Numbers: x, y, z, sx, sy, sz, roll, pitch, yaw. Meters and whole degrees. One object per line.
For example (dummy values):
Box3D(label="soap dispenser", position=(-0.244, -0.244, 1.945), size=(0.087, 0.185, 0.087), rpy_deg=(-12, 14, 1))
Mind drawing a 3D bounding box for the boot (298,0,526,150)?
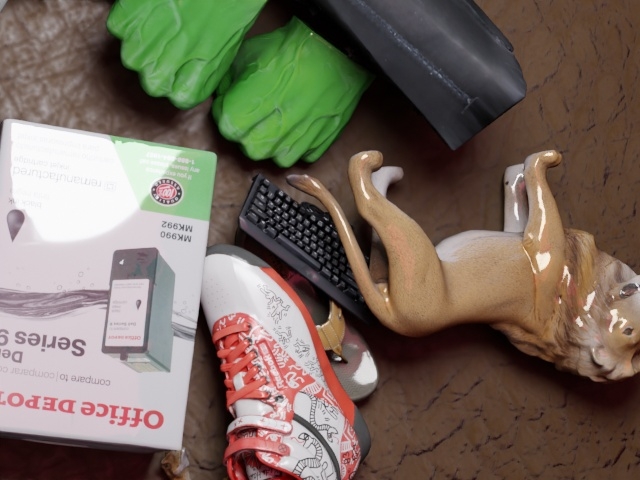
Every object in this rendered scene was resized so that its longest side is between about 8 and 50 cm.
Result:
Box3D(label="boot", position=(0.020, -0.331, 1.749), size=(0.445, 0.146, 0.367), rpy_deg=(39, 32, -19))

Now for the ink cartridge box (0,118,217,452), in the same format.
Box3D(label="ink cartridge box", position=(-0.224, 0.049, 1.675), size=(0.211, 0.121, 0.289), rpy_deg=(8, 82, -18))

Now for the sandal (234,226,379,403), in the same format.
Box3D(label="sandal", position=(-0.012, 0.067, 1.777), size=(0.090, 0.060, 0.219), rpy_deg=(-26, 92, -19))

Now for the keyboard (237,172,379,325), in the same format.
Box3D(label="keyboard", position=(0.000, 0.000, 1.782), size=(0.180, 0.023, 0.108), rpy_deg=(38, 37, -16))

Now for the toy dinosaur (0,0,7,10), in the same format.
Box3D(label="toy dinosaur", position=(-0.198, -0.293, 1.729), size=(0.313, 0.160, 0.121), rpy_deg=(0, 53, -30))

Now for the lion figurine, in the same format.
Box3D(label="lion figurine", position=(0.157, 0.035, 1.791), size=(0.392, 0.142, 0.240), rpy_deg=(-2, 82, -21))

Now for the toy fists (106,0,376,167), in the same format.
Box3D(label="toy fists", position=(-0.083, -0.175, 1.730), size=(0.279, 0.096, 0.142), rpy_deg=(32, 100, -34))

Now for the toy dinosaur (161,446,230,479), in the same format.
Box3D(label="toy dinosaur", position=(-0.104, 0.302, 1.731), size=(0.112, 0.064, 0.211), rpy_deg=(-12, 84, 7))

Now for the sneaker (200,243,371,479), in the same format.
Box3D(label="sneaker", position=(-0.057, 0.142, 1.700), size=(0.270, 0.090, 0.145), rpy_deg=(58, 36, -13))
